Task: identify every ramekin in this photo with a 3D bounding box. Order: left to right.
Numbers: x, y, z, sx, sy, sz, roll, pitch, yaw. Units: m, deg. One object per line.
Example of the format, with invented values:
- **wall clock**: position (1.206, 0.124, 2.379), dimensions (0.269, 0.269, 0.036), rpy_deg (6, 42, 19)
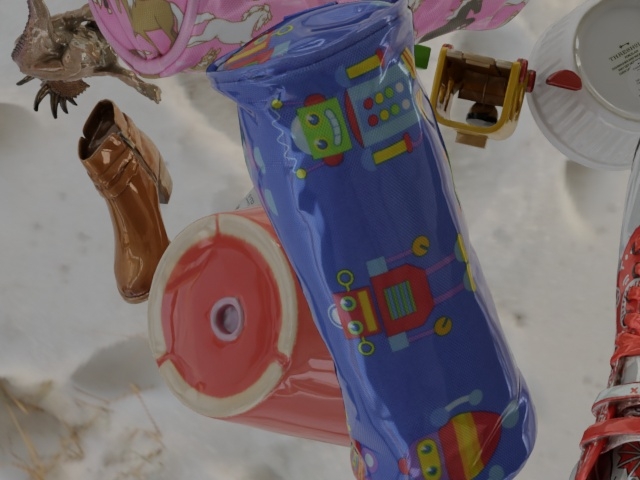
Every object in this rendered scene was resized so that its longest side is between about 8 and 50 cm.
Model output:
- **ramekin**: position (0.355, -0.196, 1.657), dimensions (0.207, 0.109, 0.207), rpy_deg (3, 74, -11)

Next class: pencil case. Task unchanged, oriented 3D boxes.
- **pencil case**: position (0.009, -0.233, 1.114), dimensions (0.386, 0.167, 0.160), rpy_deg (-13, 60, -36)
- **pencil case**: position (0.036, 0.008, 0.821), dimensions (0.119, 0.133, 0.306), rpy_deg (-17, 112, 6)

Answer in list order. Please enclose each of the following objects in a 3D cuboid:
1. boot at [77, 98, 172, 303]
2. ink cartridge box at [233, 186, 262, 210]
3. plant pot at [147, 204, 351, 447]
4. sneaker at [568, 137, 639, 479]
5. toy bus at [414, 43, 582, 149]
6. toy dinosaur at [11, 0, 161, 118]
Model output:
- **boot**: position (-0.219, -0.043, 1.539), dimensions (0.073, 0.197, 0.152), rpy_deg (-12, 144, 14)
- **ink cartridge box**: position (0.000, 0.000, 1.702), dimensions (0.176, 0.128, 0.127), rpy_deg (27, 113, -36)
- **plant pot**: position (-0.021, 0.078, 1.408), dimensions (0.243, 0.275, 0.275), rpy_deg (6, 92, -52)
- **sneaker**: position (0.192, 0.063, 0.753), dimensions (0.145, 0.090, 0.270), rpy_deg (-16, 108, -62)
- **toy bus**: position (0.183, -0.159, 1.610), dimensions (0.202, 0.191, 0.104), rpy_deg (12, 93, -31)
- **toy dinosaur**: position (-0.343, -0.245, 1.859), dimensions (0.200, 0.295, 0.127), rpy_deg (-7, 79, 20)
